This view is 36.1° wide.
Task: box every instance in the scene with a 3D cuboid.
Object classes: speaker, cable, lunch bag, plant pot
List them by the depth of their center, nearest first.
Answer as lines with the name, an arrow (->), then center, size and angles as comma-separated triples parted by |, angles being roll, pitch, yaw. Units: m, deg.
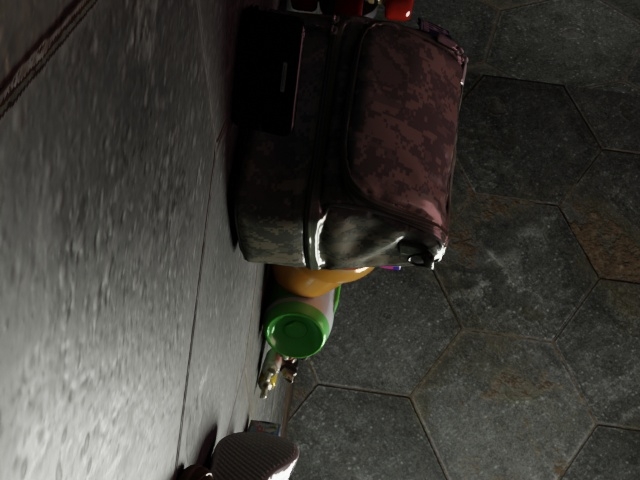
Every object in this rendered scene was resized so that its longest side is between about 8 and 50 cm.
lunch bag -> 0.042, -0.120, 1.197 | 0.212, 0.256, 0.305 | 94, 4, -65
plant pot -> 0.000, 0.000, 1.660 | 0.188, 0.205, 0.205 | 122, -19, -56
speaker -> -0.029, 0.082, 1.834 | 0.296, 0.131, 0.131 | -80, 177, -54
cable -> -0.070, 0.186, 1.913 | 0.139, 0.072, 0.287 | -57, -164, 21

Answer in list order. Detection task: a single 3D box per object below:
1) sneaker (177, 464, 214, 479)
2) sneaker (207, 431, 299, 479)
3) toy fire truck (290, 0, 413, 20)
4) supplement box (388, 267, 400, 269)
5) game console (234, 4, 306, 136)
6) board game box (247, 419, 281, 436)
sneaker -> -0.115, 0.281, 0.961 | 0.188, 0.071, 0.066 | -72, 170, -76
sneaker -> -0.108, 0.349, 1.234 | 0.282, 0.102, 0.161 | -36, 138, -73
toy fire truck -> 0.048, -0.380, 1.444 | 0.254, 0.169, 0.302 | 93, 2, -67
supplement box -> 0.022, -0.038, 1.486 | 0.111, 0.220, 0.114 | 95, 2, -65
game console -> -0.051, -0.181, 1.038 | 0.071, 0.107, 0.122 | -20, 121, -55
board game box -> -0.116, 0.429, 1.686 | 0.194, 0.060, 0.194 | -51, 149, -84
